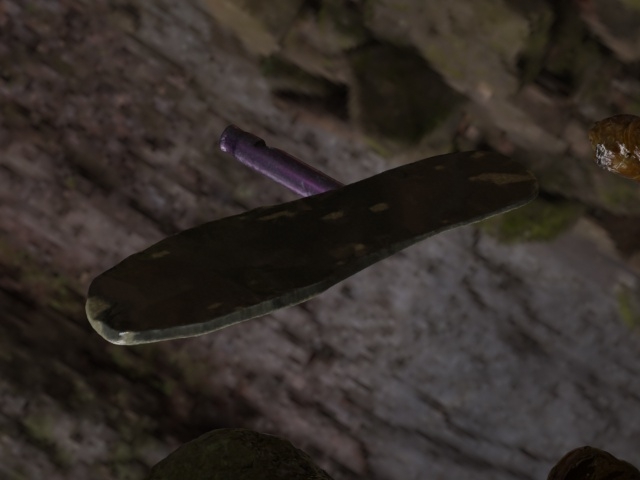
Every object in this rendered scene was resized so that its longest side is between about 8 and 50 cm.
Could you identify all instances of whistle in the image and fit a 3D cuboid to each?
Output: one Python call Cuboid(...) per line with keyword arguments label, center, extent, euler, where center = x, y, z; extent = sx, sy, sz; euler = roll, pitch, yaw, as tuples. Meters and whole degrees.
Cuboid(label="whistle", center=(-0.032, -0.071, 1.637), extent=(0.176, 0.033, 0.033), euler=(30, 176, 25))

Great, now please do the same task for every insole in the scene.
Cuboid(label="insole", center=(0.000, 0.000, 0.776), extent=(0.081, 0.248, 0.011), euler=(39, 140, 48))

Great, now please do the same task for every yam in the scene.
Cuboid(label="yam", center=(-0.038, 0.313, 1.414), extent=(0.195, 0.195, 0.300), euler=(28, 153, 49))

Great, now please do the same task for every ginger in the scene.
Cuboid(label="ginger", center=(0.362, -0.093, 1.650), extent=(0.162, 0.073, 0.103), euler=(21, 162, -37))

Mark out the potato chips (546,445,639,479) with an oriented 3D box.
Cuboid(label="potato chips", center=(0.209, 0.251, 1.146), extent=(0.195, 0.062, 0.208), euler=(24, -133, -43))
